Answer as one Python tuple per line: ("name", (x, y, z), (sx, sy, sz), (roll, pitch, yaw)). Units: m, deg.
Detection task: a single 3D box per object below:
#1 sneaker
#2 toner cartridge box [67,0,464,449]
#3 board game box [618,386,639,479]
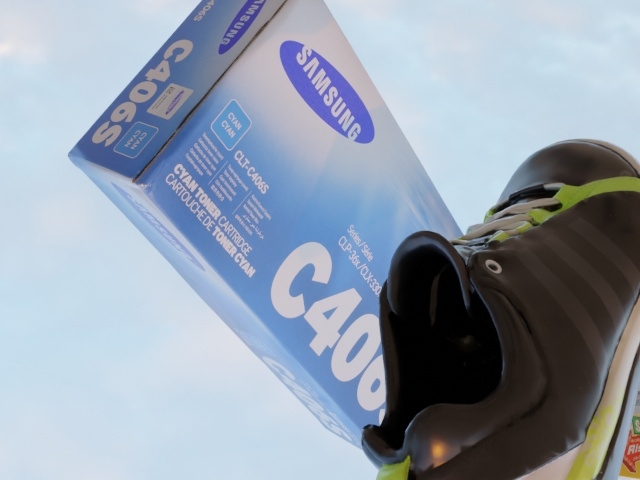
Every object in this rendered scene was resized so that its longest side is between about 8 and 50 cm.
("sneaker", (0.076, 0.018, 0.397), (0.097, 0.084, 0.235), (47, -140, -23))
("toner cartridge box", (0.000, 0.000, 0.714), (0.075, 0.348, 0.165), (20, -113, 43))
("board game box", (0.132, 0.075, 0.573), (0.154, 0.026, 0.103), (8, -106, -4))
